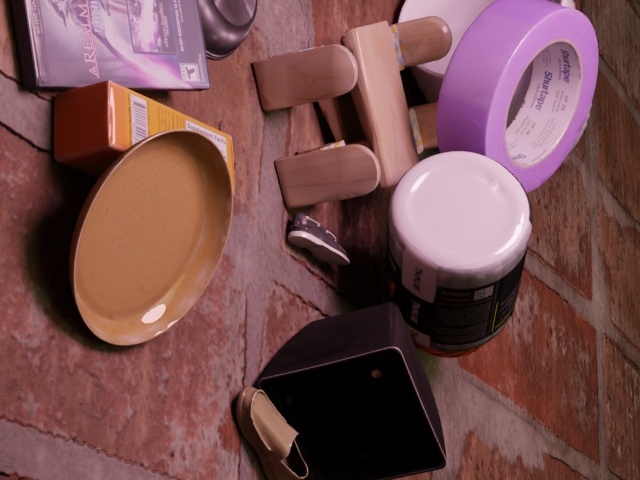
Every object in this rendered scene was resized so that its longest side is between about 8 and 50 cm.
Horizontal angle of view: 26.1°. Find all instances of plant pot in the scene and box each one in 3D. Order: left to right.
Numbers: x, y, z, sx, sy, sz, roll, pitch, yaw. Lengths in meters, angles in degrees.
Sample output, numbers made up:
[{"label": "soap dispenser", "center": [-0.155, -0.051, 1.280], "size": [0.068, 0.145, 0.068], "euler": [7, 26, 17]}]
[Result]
[{"label": "plant pot", "center": [-0.179, -0.006, 1.431], "size": [0.236, 0.032, 0.236], "euler": [-34, 135, -43]}, {"label": "plant pot", "center": [0.049, 0.185, 1.750], "size": [0.167, 0.188, 0.187], "euler": [-75, 146, -60]}]

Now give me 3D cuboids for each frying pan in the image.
[{"label": "frying pan", "center": [-0.154, -0.374, 1.668], "size": [0.326, 0.053, 0.197], "euler": [67, 30, -31]}]

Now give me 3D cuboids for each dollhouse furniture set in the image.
[{"label": "dollhouse furniture set", "center": [0.098, -0.279, 1.881], "size": [0.362, 0.256, 0.394], "euler": [-29, 107, -60]}]

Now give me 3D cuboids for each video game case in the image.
[{"label": "video game case", "center": [-0.225, -0.259, 1.481], "size": [0.274, 0.026, 0.196], "euler": [-8, 90, -56]}]

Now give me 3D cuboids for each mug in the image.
[{"label": "mug", "center": [0.297, -0.229, 2.229], "size": [0.328, 0.276, 0.374], "euler": [55, 40, -49]}]

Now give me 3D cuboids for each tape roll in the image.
[{"label": "tape roll", "center": [0.282, -0.206, 1.954], "size": [0.275, 0.090, 0.275], "euler": [-31, 134, -38]}]

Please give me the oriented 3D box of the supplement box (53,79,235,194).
[{"label": "supplement box", "center": [-0.185, -0.099, 1.488], "size": [0.233, 0.078, 0.080], "euler": [25, 58, -58]}]

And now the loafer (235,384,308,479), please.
[{"label": "loafer", "center": [-0.055, 0.234, 1.658], "size": [0.148, 0.050, 0.056], "euler": [65, 32, -27]}]

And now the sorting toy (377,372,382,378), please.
[{"label": "sorting toy", "center": [0.104, 0.179, 1.982], "size": [0.042, 0.061, 0.102], "euler": [21, 49, -20]}]

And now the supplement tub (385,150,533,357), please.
[{"label": "supplement tub", "center": [0.187, 0.033, 1.933], "size": [0.316, 0.193, 0.194], "euler": [87, 10, -60]}]

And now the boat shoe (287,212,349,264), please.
[{"label": "boat shoe", "center": [0.000, 0.000, 1.841], "size": [0.125, 0.046, 0.038], "euler": [29, 61, -46]}]
